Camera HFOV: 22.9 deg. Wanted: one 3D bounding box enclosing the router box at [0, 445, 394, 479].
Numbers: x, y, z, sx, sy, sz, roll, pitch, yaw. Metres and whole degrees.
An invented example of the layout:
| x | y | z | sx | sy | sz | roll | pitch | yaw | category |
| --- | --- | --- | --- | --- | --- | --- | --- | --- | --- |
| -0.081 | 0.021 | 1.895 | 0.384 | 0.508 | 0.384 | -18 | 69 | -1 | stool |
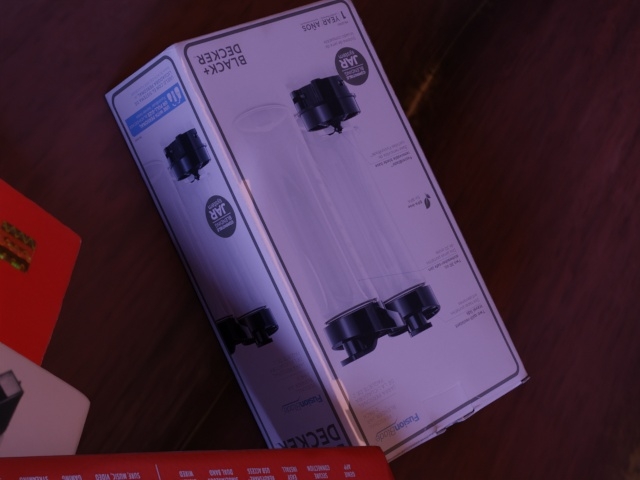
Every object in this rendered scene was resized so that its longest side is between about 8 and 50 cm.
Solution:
| x | y | z | sx | sy | sz | roll | pitch | yaw | category |
| --- | --- | --- | --- | --- | --- | --- | --- | --- | --- |
| -0.048 | 0.255 | 0.769 | 0.335 | 0.082 | 0.301 | 6 | 55 | -49 | router box |

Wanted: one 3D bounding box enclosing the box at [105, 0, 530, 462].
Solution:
| x | y | z | sx | sy | sz | roll | pitch | yaw | category |
| --- | --- | --- | --- | --- | --- | --- | --- | --- | --- |
| 0.000 | 0.000 | 1.029 | 0.169 | 0.087 | 0.290 | -25 | 89 | -42 | box |

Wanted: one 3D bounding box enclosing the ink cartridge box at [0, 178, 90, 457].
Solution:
| x | y | z | sx | sy | sz | roll | pitch | yaw | category |
| --- | --- | --- | --- | --- | --- | --- | --- | --- | --- |
| -0.228 | 0.031 | 0.804 | 0.275 | 0.060 | 0.239 | 40 | 53 | -39 | ink cartridge box |
